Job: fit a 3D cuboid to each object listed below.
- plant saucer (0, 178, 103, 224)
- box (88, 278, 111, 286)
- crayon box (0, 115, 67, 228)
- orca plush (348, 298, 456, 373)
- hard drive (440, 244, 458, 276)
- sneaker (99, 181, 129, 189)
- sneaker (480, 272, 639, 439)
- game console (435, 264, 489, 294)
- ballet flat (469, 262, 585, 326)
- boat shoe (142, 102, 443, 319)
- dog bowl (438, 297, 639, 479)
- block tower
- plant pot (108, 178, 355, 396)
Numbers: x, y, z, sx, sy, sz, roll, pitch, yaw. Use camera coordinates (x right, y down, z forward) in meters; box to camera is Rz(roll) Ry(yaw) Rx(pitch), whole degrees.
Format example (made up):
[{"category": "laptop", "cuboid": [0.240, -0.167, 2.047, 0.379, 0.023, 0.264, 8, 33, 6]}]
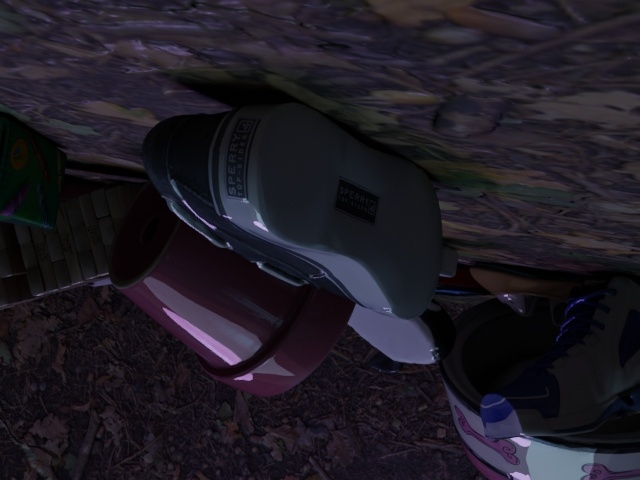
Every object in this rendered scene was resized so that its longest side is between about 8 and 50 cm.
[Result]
[{"category": "plant saucer", "cuboid": [-0.318, -0.026, 1.335, 0.332, 0.084, 0.332, 11, 176, 1]}, {"category": "box", "cuboid": [-0.393, 0.024, 1.811, 0.169, 0.087, 0.290, -9, -174, -30]}, {"category": "crayon box", "cuboid": [-0.387, -0.077, 0.858, 0.278, 0.081, 0.165, 10, 176, 3]}, {"category": "orca plush", "cuboid": [0.085, 0.085, 1.257, 0.102, 0.151, 0.287, -24, -169, -31]}, {"category": "hard drive", "cuboid": [0.000, 0.000, 1.253, 0.307, 0.040, 0.203, 7, 174, 28]}, {"category": "sneaker", "cuboid": [-0.205, -0.042, 1.156, 0.118, 0.042, 0.067, 5, 171, 26]}, {"category": "sneaker", "cuboid": [0.329, 0.139, 1.213, 0.315, 0.182, 0.127, -9, 170, -24]}, {"category": "game console", "cuboid": [0.122, 0.063, 1.655, 0.342, 0.060, 0.386, 11, 176, -4]}, {"category": "ballet flat", "cuboid": [0.314, 0.080, 1.351, 0.232, 0.073, 0.080, 8, 175, 28]}, {"category": "boat shoe", "cuboid": [-0.006, -0.015, 0.662, 0.102, 0.108, 0.301, 7, 172, 30]}, {"category": "dog bowl", "cuboid": [0.375, 0.232, 1.426, 0.408, 0.150, 0.408, -1, -154, 1]}, {"category": "block tower", "cuboid": [-0.323, 0.020, 1.085, 0.335, 0.097, 0.091, -15, 180, 18]}, {"category": "plant pot", "cuboid": [-0.089, 0.024, 0.914, 0.180, 0.201, 0.201, 31, 165, -32]}]
